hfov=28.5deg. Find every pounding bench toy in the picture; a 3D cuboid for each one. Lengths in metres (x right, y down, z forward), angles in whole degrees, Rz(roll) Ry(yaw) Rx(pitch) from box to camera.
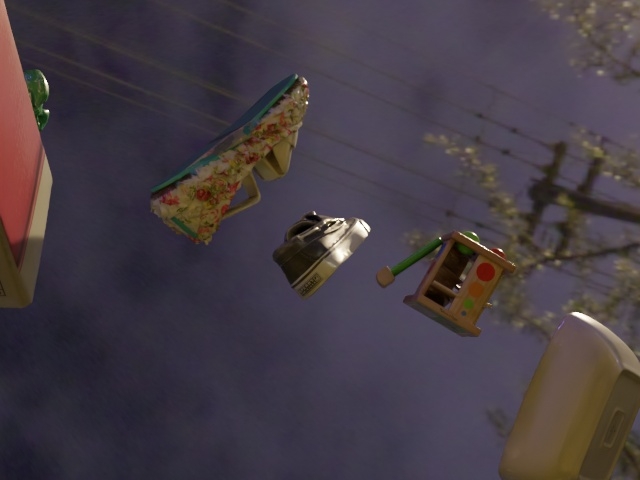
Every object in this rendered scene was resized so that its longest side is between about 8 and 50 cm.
[{"bbox_3d":[0.089,0.021,0.913,0.083,0.052,0.065,30,-97,-4],"label":"pounding bench toy"}]

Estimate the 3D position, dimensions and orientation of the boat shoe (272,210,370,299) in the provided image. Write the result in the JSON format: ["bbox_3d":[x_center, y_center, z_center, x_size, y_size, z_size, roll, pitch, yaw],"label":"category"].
[{"bbox_3d":[0.000,0.000,1.431,0.078,0.219,0.070,-43,-89,17],"label":"boat shoe"}]

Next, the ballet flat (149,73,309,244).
[{"bbox_3d":[-0.077,-0.076,1.239,0.077,0.091,0.241,55,-130,-13],"label":"ballet flat"}]

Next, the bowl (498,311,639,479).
[{"bbox_3d":[0.201,0.134,0.964,0.142,0.053,0.142,30,-98,-60],"label":"bowl"}]

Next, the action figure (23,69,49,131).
[{"bbox_3d":[-0.312,-0.082,1.080,0.137,0.232,0.063,-2,-110,-58],"label":"action figure"}]

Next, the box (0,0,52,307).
[{"bbox_3d":[-0.282,-0.066,0.867,0.148,0.232,0.127,2,-125,0],"label":"box"}]
